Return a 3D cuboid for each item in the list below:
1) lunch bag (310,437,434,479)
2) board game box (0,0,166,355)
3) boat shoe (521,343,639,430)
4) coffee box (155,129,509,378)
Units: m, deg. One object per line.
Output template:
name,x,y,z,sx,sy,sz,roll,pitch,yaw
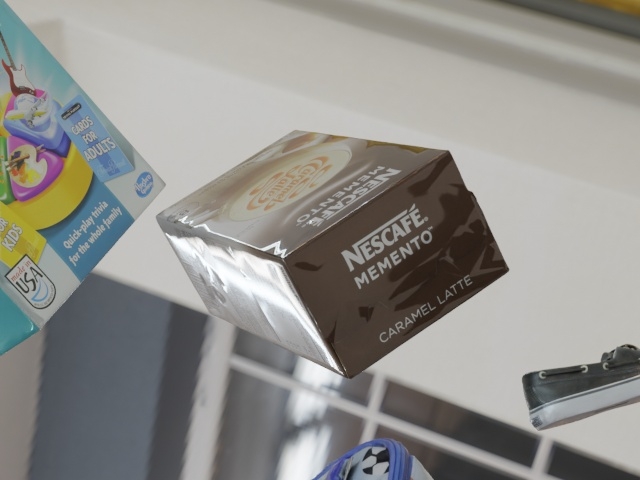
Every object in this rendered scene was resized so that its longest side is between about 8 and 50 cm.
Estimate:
lunch bag,-0.012,0.258,0.910,0.243,0.115,0.303,-37,16,23
board game box,-0.328,-0.098,1.353,0.079,0.336,0.254,-31,16,37
boat shoe,0.206,0.092,1.009,0.049,0.142,0.040,117,136,-68
coffee box,0.000,0.000,1.044,0.141,0.246,0.098,-34,-70,-18
